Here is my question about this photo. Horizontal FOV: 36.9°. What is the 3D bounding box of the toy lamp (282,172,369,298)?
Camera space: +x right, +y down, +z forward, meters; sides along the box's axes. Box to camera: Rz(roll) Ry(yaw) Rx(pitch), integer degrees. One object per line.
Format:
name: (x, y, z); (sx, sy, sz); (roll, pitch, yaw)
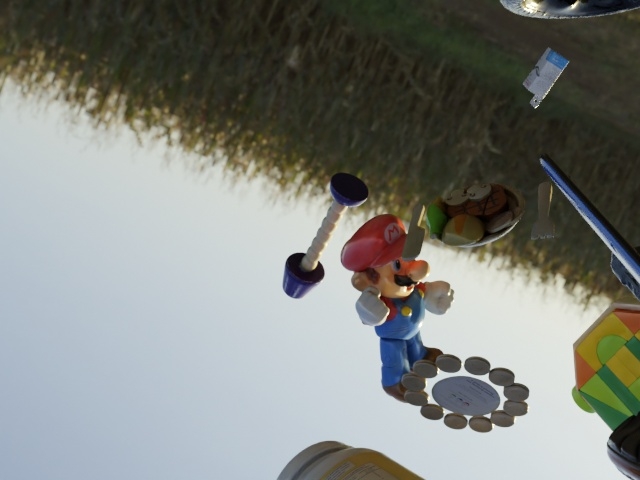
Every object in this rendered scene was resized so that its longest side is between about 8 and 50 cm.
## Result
toy lamp: (0.000, 0.000, 1.694); (0.080, 0.274, 0.080); (17, -140, -15)

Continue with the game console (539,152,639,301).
game console: (0.367, 0.022, 0.865); (0.250, 0.173, 0.293); (-13, -148, -4)

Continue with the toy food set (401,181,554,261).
toy food set: (0.195, -0.037, 1.208); (0.192, 0.038, 0.132); (-10, -144, 22)

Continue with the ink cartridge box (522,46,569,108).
ink cartridge box: (0.328, -0.241, 1.421); (0.028, 0.083, 0.048); (30, -162, -8)

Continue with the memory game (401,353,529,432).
memory game: (0.207, 0.219, 1.369); (0.186, 0.186, 0.012); (22, -131, -5)

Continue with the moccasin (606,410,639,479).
moccasin: (0.531, 0.314, 1.242); (0.380, 0.139, 0.147); (3, 127, 56)

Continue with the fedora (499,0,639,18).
fedora: (0.462, -0.491, 1.662); (0.334, 0.152, 0.334); (-5, 179, 0)

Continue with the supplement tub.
supplement tub: (0.092, 0.465, 1.472); (0.241, 0.241, 0.331); (18, -178, -40)

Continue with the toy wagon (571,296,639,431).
toy wagon: (0.546, 0.248, 1.462); (0.068, 0.267, 0.344); (-16, -122, -43)

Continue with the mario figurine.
mario figurine: (0.141, 0.104, 1.538); (0.170, 0.320, 0.198); (-16, -153, 2)
